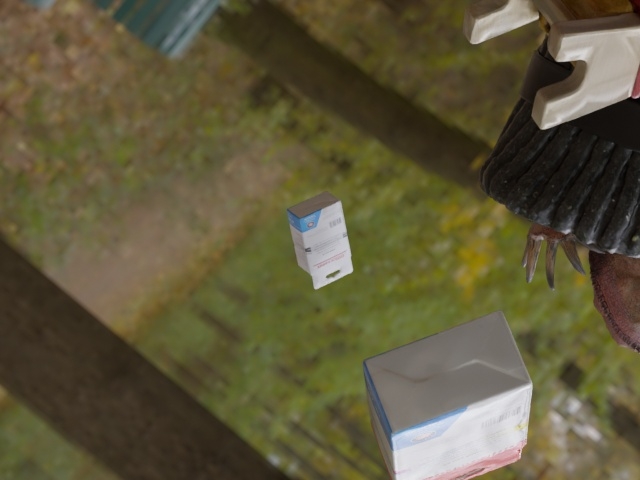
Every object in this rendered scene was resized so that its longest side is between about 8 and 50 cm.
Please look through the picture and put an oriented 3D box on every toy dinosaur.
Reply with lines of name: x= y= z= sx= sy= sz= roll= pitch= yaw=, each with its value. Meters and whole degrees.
toy dinosaur: x=0.311 y=0.038 z=1.886 sx=0.200 sy=0.295 sz=0.127 roll=-5 pitch=145 yaw=-37

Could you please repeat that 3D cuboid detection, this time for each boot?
boot: x=0.272 y=-0.105 z=1.298 sx=0.348 sy=0.131 sz=0.260 roll=23 pitch=-84 yaw=55

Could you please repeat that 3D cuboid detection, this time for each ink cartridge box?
ink cartridge box: x=0.116 y=0.158 z=1.699 sx=0.134 sy=0.078 sz=0.231 roll=-20 pitch=157 yaw=-5
ink cartridge box: x=0.000 y=0.000 z=1.808 sx=0.048 sy=0.083 sz=0.028 roll=-25 pitch=-146 yaw=-21

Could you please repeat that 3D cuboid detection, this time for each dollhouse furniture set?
dollhouse furniture set: x=0.122 y=-0.277 z=1.160 sx=0.152 sy=0.374 sz=0.201 roll=-18 pitch=142 yaw=-20
